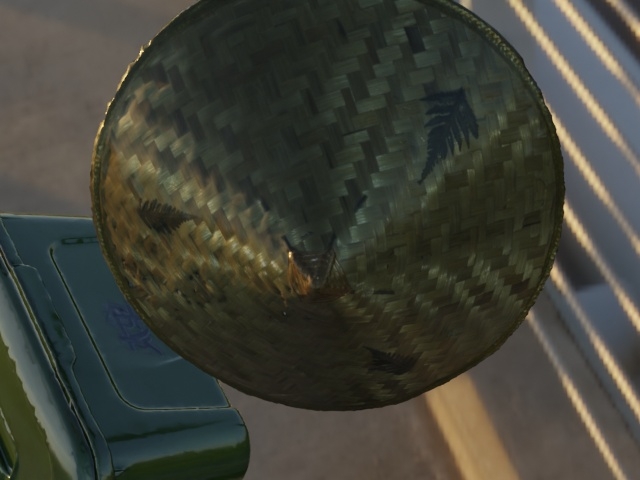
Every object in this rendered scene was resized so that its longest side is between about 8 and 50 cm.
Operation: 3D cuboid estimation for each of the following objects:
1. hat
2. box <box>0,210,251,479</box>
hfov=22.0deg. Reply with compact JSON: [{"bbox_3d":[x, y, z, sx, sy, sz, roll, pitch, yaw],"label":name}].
[{"bbox_3d":[0.000,0.000,0.472,0.146,0.146,0.067,-7,23,6],"label":"hat"},{"bbox_3d":[-0.205,0.144,1.365,0.177,0.253,0.329,-1,46,-34],"label":"box"}]
